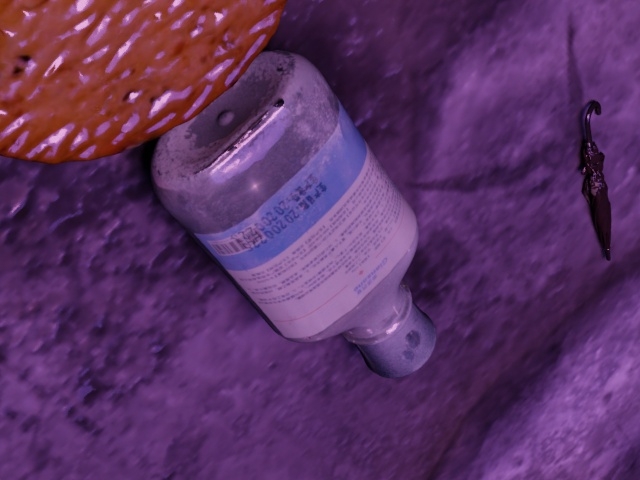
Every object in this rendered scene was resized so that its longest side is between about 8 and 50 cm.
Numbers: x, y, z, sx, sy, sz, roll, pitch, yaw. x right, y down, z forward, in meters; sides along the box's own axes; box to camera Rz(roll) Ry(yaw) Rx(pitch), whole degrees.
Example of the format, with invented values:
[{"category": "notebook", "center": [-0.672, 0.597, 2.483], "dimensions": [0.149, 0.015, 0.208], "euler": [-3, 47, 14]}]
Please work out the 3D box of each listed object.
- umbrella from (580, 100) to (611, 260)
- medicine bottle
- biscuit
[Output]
[{"category": "umbrella", "center": [0.155, -0.028, 0.846], "dimensions": [0.022, 0.013, 0.122], "euler": [-48, 142, -31]}, {"category": "medicine bottle", "center": [0.000, 0.000, 0.711], "dimensions": [0.090, 0.053, 0.208], "euler": [-44, 140, -5]}, {"category": "biscuit", "center": [-0.085, -0.115, 0.573], "dimensions": [0.187, 0.027, 0.188], "euler": [-21, 130, -26]}]
